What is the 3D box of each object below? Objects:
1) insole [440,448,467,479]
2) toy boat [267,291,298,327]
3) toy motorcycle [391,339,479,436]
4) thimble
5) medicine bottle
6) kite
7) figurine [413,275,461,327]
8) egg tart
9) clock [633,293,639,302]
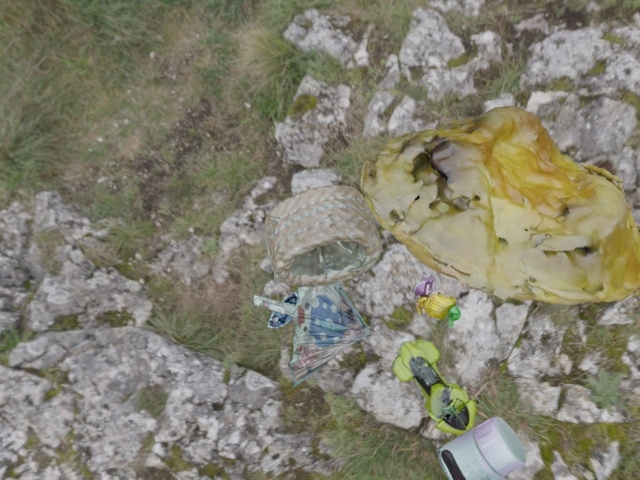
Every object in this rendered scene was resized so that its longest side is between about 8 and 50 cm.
[{"bbox_3d":[0.277,0.481,1.190,0.002,0.045,0.135,-51,54,40],"label":"insole"},{"bbox_3d":[-0.102,0.205,1.720,0.137,0.061,0.060,-45,66,23],"label":"toy boat"},{"bbox_3d":[0.337,0.436,1.712,0.142,0.206,0.342,-30,60,-10],"label":"toy motorcycle"},{"bbox_3d":[0.005,-0.004,1.243,0.229,0.195,0.148,-7,53,-15],"label":"thimble"},{"bbox_3d":[0.390,0.518,1.441,0.168,0.135,0.135,-41,70,21],"label":"medicine bottle"},{"bbox_3d":[-0.032,0.191,1.499,0.369,0.014,0.405,11,102,34],"label":"kite"},{"bbox_3d":[0.324,0.187,1.666,0.156,0.095,0.114,40,127,39],"label":"figurine"},{"bbox_3d":[0.174,-0.046,0.551,0.297,0.297,0.132,22,119,17],"label":"egg tart"},{"bbox_3d":[0.839,0.192,1.447,0.084,0.253,0.186,-21,95,12],"label":"clock"}]
